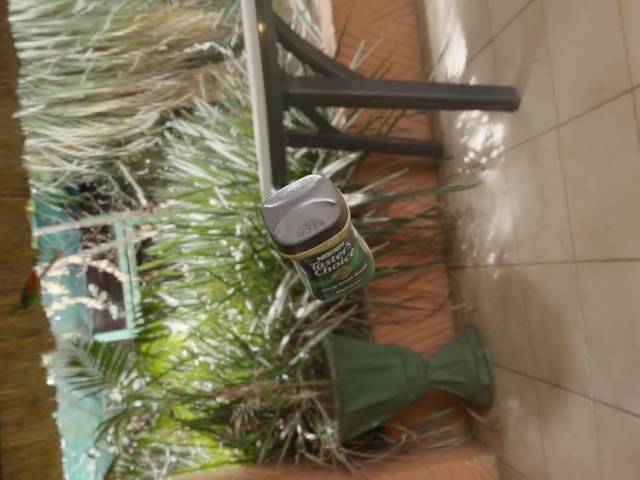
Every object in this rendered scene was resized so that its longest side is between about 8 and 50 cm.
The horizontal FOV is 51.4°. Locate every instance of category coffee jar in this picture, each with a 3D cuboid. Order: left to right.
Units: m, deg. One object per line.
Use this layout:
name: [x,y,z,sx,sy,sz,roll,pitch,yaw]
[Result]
coffee jar: [0.000,0.000,0.786,0.079,0.096,0.184,64,-177,31]
